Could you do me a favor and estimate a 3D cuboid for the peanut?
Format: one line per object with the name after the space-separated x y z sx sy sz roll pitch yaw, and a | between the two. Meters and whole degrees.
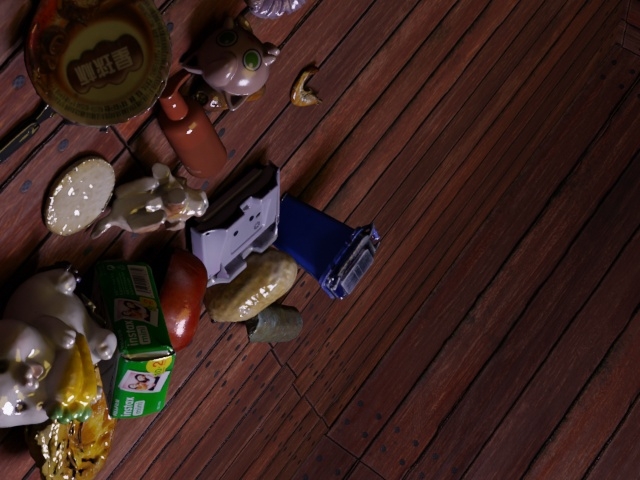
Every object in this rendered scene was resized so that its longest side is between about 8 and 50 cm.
-0.156 0.096 2.121 0.224 0.129 0.129 -38 159 2 | peanut

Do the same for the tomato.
-0.270 0.123 1.889 0.225 0.085 0.225 -168 -90 -86 | tomato

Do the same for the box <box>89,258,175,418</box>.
-0.334 0.169 1.707 0.103 0.250 0.180 -2 131 -22 | box

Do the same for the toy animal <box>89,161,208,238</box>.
-0.300 -0.054 1.718 0.184 0.104 0.185 -30 179 7 | toy animal

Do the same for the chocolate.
-0.295 -0.263 1.338 0.221 0.221 0.147 -61 -173 11 | chocolate

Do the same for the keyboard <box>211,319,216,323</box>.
-0.209 0.123 2.242 0.053 0.010 0.155 -16 135 -61 | keyboard

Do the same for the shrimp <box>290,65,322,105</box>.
-0.018 -0.313 2.016 0.091 0.025 0.127 -61 156 8 | shrimp

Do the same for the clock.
-0.170 -0.030 2.010 0.253 0.083 0.186 -44 155 -30 | clock

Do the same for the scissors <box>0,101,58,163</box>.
-0.408 -0.167 1.390 0.220 0.017 0.088 -48 158 -21 | scissors

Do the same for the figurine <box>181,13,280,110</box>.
-0.144 -0.299 1.626 0.138 0.125 0.125 -47 157 -17 | figurine

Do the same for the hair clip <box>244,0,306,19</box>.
-0.019 -0.489 1.703 0.300 0.069 0.173 -40 153 -37 | hair clip

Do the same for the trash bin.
0.000 0.000 2.211 0.184 0.234 0.162 -54 160 -8 | trash bin

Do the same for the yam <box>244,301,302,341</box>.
-0.134 0.200 2.387 0.106 0.106 0.259 -59 156 6 | yam

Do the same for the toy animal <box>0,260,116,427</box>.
-0.463 0.177 1.482 0.310 0.247 0.183 -54 147 -54 | toy animal

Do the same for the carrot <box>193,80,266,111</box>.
-0.156 -0.268 1.739 0.186 0.060 0.060 -27 144 -56 | carrot

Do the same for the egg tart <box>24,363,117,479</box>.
-0.471 0.327 1.825 0.297 0.132 0.297 18 90 -74 | egg tart

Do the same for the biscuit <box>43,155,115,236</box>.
-0.386 -0.070 1.569 0.152 0.020 0.152 -46 156 -27 | biscuit

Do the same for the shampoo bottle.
-0.225 -0.194 1.658 0.085 0.085 0.244 -51 159 -15 | shampoo bottle
